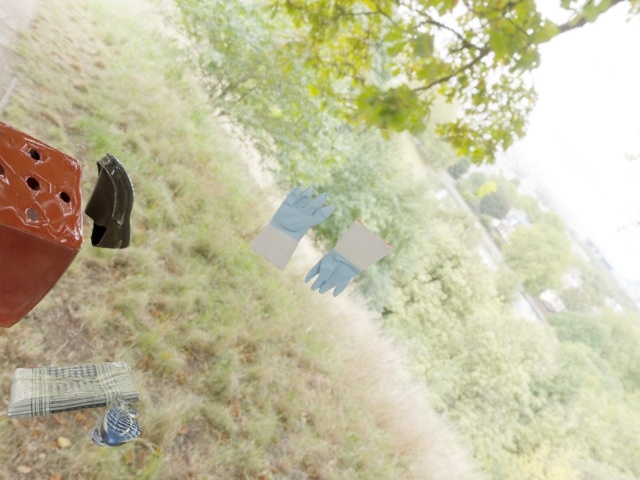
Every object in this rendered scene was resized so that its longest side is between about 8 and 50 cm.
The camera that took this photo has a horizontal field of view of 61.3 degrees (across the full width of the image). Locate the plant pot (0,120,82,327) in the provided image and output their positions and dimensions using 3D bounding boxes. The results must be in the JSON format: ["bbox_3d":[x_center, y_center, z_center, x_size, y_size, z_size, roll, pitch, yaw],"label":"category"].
[{"bbox_3d":[-0.535,-0.044,0.864,0.267,0.235,0.267,32,39,-55],"label":"plant pot"}]

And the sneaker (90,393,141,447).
[{"bbox_3d":[-0.278,0.256,0.726,0.052,0.058,0.135,40,-11,-10],"label":"sneaker"}]

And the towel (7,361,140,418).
[{"bbox_3d":[-0.670,0.390,1.480,0.311,0.056,0.324,-1,4,-26],"label":"towel"}]

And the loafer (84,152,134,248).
[{"bbox_3d":[-0.410,-0.063,1.038,0.078,0.220,0.080,-22,48,-38],"label":"loafer"}]

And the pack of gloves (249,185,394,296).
[{"bbox_3d":[0.000,0.000,0.981,0.195,0.232,0.046,36,48,-7],"label":"pack of gloves"}]
